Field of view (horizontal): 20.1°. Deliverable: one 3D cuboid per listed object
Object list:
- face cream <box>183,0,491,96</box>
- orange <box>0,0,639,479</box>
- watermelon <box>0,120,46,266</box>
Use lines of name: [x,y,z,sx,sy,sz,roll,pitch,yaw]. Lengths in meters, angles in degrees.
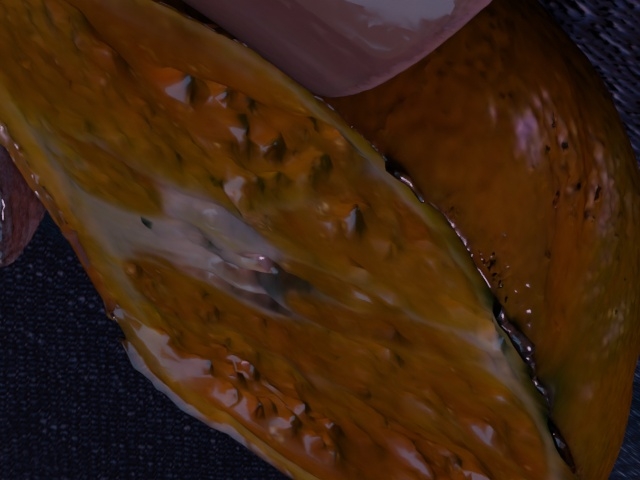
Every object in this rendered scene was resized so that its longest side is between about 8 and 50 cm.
face cream: [0.003,-0.117,0.367,0.104,0.149,0.149,34,171,-17]
orange: [-0.001,-0.001,0.685,0.274,0.310,0.274,-3,-161,1]
watermelon: [-0.125,-0.108,0.755,0.202,0.136,0.207,61,165,-6]
